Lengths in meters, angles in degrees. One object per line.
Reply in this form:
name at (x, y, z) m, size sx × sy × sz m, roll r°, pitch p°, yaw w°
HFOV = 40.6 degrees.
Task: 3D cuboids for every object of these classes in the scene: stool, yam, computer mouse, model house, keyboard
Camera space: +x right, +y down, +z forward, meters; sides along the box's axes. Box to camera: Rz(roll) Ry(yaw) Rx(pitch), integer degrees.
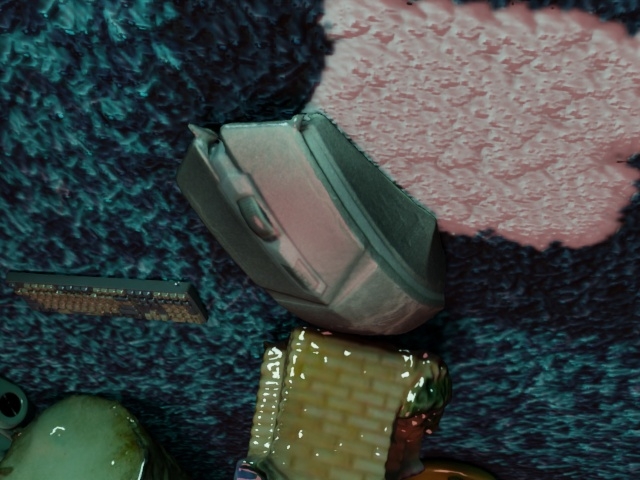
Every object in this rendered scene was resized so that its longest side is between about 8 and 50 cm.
stool at (0.132, 0.303, 0.912) m, size 0.135 × 0.110 × 0.134 m, roll 10°, pitch 144°, yaw 4°
yam at (-0.230, 0.328, 1.003) m, size 0.195 × 0.195 × 0.300 m, roll -1°, pitch 141°, yaw 20°
computer mouse at (-0.002, 0.003, 0.577) m, size 0.126 × 0.071 × 0.231 m, roll -18°, pitch 133°, yaw 36°
model house at (0.011, 0.176, 0.694) m, size 0.167 × 0.172 × 0.183 m, roll 15°, pitch 159°, yaw 1°
keyboard at (-0.187, 0.050, 0.756) m, size 0.176 × 0.014 × 0.055 m, roll 3°, pitch 146°, yaw 16°

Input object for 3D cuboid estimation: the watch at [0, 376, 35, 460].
watch at (-0.445, 0.185, 0.980) m, size 0.195 × 0.068 × 0.237 m, roll -17°, pitch 136°, yaw 34°
